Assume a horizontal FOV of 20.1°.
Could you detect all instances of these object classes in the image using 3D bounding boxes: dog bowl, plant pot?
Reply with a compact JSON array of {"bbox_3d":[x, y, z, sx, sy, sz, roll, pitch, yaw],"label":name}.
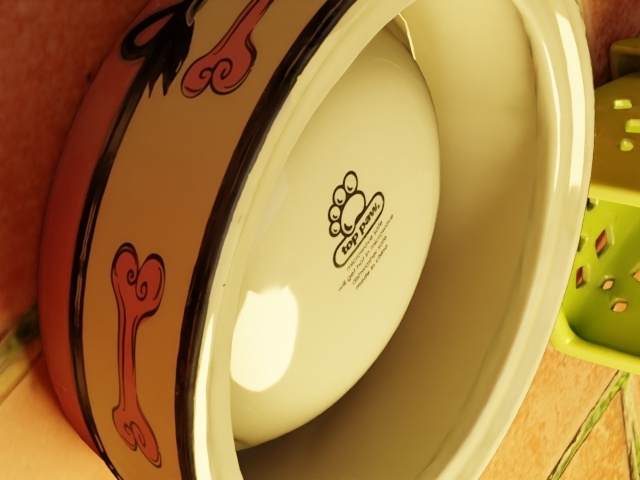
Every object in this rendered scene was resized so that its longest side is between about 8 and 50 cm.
[{"bbox_3d":[0.000,0.000,1.064,0.408,0.150,0.408,-33,133,-44],"label":"dog bowl"},{"bbox_3d":[0.310,-0.029,1.471,0.207,0.228,0.227,-59,147,-33],"label":"plant pot"}]
